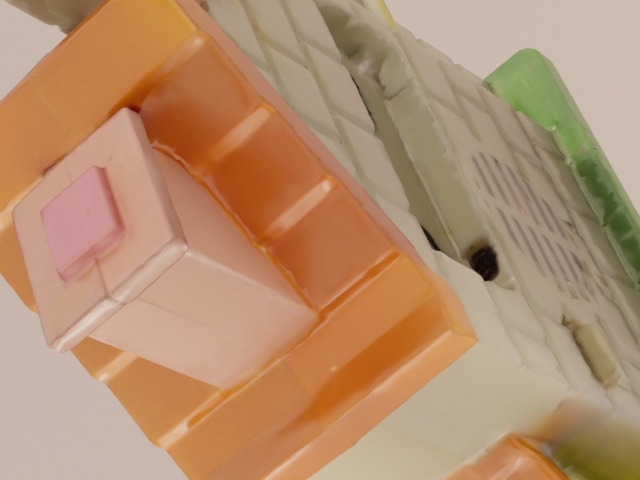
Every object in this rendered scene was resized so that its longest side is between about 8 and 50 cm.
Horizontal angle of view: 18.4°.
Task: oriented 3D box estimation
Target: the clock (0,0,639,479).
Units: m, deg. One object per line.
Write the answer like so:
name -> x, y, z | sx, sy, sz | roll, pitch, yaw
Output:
clock -> 0.000, 0.000, 0.592 | 0.106, 0.255, 0.220 | -41, -132, 21
